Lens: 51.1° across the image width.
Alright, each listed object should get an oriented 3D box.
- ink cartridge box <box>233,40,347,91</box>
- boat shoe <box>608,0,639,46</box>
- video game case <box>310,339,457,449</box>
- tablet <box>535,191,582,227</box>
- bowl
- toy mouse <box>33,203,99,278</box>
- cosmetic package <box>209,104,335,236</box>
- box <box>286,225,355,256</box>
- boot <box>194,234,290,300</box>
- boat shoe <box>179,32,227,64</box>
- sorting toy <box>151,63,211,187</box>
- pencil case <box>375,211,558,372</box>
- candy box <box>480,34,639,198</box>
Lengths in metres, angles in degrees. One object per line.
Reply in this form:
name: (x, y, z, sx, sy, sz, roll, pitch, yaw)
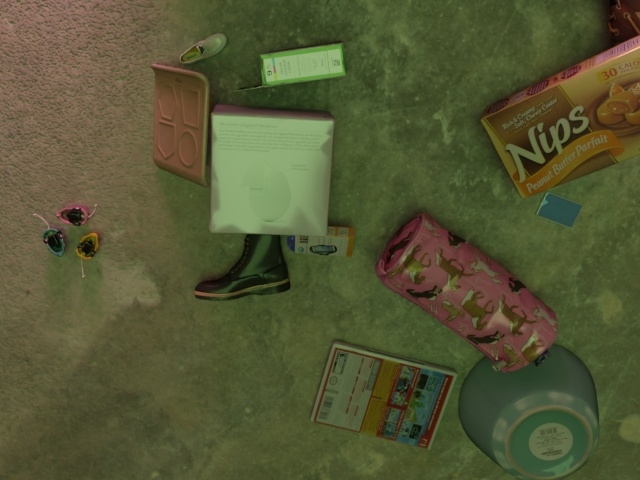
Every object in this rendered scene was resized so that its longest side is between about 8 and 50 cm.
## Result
ink cartridge box: (-0.057, -0.324, 1.242, 0.209, 0.109, 0.062, -8, 107, 3)
boat shoe: (0.570, -0.396, 1.202, 0.342, 0.123, 0.123, 47, 134, 3)
video game case: (0.139, 0.348, 1.498, 0.285, 0.025, 0.204, 15, 107, -4)
tablet: (0.491, -0.063, 1.376, 0.083, 0.006, 0.054, 19, 106, -7)
bowl: (0.465, 0.390, 1.438, 0.312, 0.163, 0.311, 0, 107, 1)
toy mouse: (-0.521, -0.023, 1.380, 0.143, 0.031, 0.161, 27, 106, -8)
cosmetic package: (-0.095, -0.137, 1.280, 0.224, 0.138, 0.224, 2, 109, -6)
box: (0.000, 0.000, 1.364, 0.136, 0.028, 0.081, 5, 150, 0)
boot: (-0.168, 0.046, 1.386, 0.198, 0.077, 0.137, -9, 103, -11)
boat shoe: (-0.223, -0.363, 1.269, 0.100, 0.035, 0.035, -22, 106, 7)
sorting toy: (-0.259, -0.219, 1.258, 0.038, 0.193, 0.208, -14, 115, -38)
pencil case: (0.293, 0.109, 1.353, 0.386, 0.167, 0.160, 37, 128, -10)
candy box: (0.479, -0.221, 1.223, 0.316, 0.087, 0.183, -22, 108, 33)
